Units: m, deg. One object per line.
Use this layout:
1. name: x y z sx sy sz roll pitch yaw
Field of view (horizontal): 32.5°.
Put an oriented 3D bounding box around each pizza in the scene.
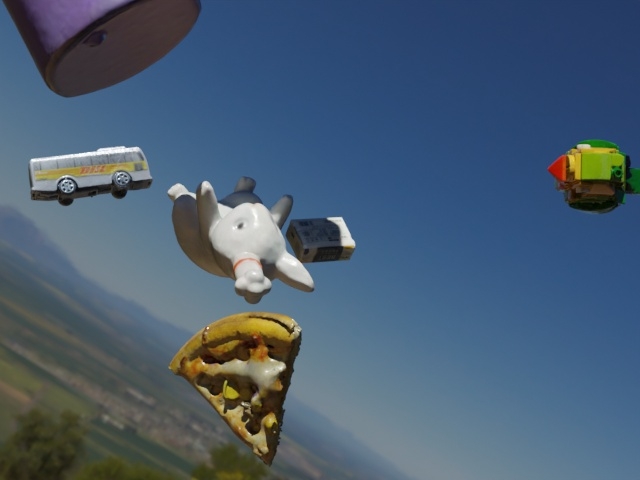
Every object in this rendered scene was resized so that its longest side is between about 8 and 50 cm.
1. pizza: -0.095 0.171 1.242 0.185 0.176 0.036 -8 -2 32

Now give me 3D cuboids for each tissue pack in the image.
1. tissue pack: 0.000 0.000 1.551 0.083 0.042 0.062 -5 47 -27

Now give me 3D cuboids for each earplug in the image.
1. earplug: -0.349 -0.417 1.354 0.456 0.215 0.215 58 -5 8

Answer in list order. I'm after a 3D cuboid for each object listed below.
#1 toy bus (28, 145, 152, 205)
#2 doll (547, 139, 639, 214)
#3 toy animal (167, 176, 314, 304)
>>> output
1. toy bus: -0.369 -0.103 1.755 0.190 0.075 0.064 -10 -14 -18
2. doll: 0.408 -0.094 1.609 0.134 0.106 0.186 2 -5 25
3. toy animal: -0.098 -0.007 1.449 0.140 0.138 0.282 0 8 -27
